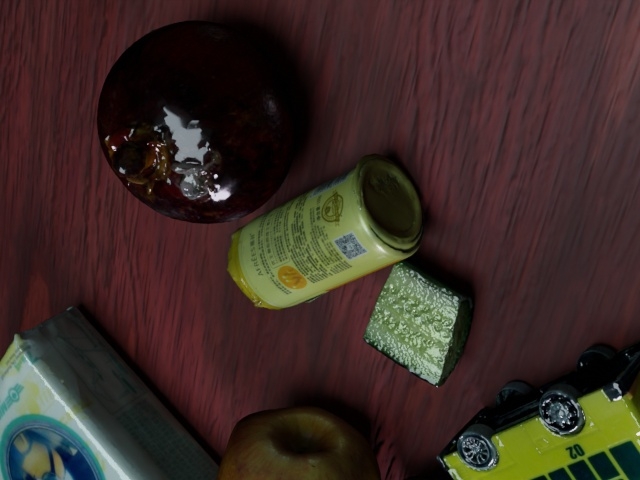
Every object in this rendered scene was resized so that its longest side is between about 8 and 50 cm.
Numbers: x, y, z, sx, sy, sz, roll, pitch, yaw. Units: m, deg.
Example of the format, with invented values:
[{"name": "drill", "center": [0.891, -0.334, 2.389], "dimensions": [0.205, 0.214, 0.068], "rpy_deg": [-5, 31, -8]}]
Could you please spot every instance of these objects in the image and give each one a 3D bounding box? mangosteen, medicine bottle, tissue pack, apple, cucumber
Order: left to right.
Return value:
[{"name": "tissue pack", "center": [-0.316, 0.327, 1.862], "dimensions": [0.388, 0.162, 0.287], "rpy_deg": [47, 128, 8]}, {"name": "mangosteen", "center": [-0.157, -0.118, 1.481], "dimensions": [0.235, 0.261, 0.235], "rpy_deg": [13, 118, 27]}, {"name": "apple", "center": [-0.028, 0.312, 1.627], "dimensions": [0.211, 0.211, 0.188], "rpy_deg": [19, 125, 26]}, {"name": "medicine bottle", "center": [0.000, 0.000, 1.524], "dimensions": [0.239, 0.124, 0.124], "rpy_deg": [-26, 95, 41]}, {"name": "cucumber", "center": [0.118, 0.087, 1.519], "dimensions": [0.115, 0.062, 0.116], "rpy_deg": [30, 112, 18]}]

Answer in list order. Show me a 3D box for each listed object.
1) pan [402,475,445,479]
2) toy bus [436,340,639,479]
[{"name": "pan", "center": [0.162, 0.318, 1.564], "dimensions": [0.128, 0.048, 0.202], "rpy_deg": [38, 156, -14]}, {"name": "toy bus", "center": [0.273, 0.215, 1.430], "dimensions": [0.262, 0.128, 0.150], "rpy_deg": [-32, 92, 41]}]
